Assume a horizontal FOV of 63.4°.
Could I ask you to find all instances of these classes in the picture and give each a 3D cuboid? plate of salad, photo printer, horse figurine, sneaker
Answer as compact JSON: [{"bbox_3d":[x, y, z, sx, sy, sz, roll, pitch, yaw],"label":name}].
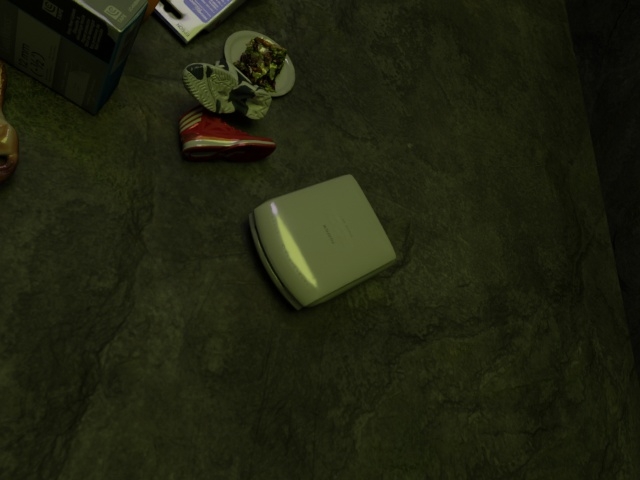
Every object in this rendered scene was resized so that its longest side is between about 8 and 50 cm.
[{"bbox_3d":[-0.147,-0.458,1.318,0.199,0.048,0.200,15,61,-29],"label":"plate of salad"},{"bbox_3d":[0.000,0.000,1.160,0.307,0.107,0.256,-22,82,-39],"label":"photo printer"},{"bbox_3d":[-0.593,-0.193,0.883,0.174,0.066,0.263,-24,80,-33],"label":"horse figurine"},{"bbox_3d":[-0.208,-0.248,1.154,0.221,0.087,0.128,-5,73,-37],"label":"sneaker"},{"bbox_3d":[-0.235,-0.354,1.156,0.234,0.094,0.153,-3,35,-49],"label":"sneaker"}]

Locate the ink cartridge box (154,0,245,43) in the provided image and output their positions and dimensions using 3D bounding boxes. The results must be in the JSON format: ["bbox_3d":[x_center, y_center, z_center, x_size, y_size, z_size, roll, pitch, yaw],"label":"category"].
[{"bbox_3d":[-0.264,-0.651,1.276,0.176,0.069,0.371,44,72,-8],"label":"ink cartridge box"}]

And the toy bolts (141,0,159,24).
[{"bbox_3d":[-0.432,-0.519,1.059,0.158,0.218,0.229,33,45,-34],"label":"toy bolts"}]

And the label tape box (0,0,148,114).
[{"bbox_3d":[-0.516,-0.419,0.921,0.347,0.249,0.115,30,55,-19],"label":"label tape box"}]
